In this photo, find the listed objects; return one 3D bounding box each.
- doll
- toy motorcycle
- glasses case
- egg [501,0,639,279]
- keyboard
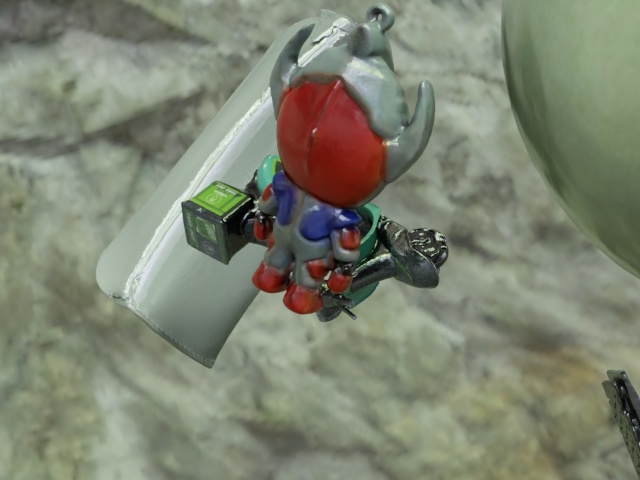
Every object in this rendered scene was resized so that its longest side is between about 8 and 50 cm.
[{"bbox_3d":[0.008,-0.049,1.037,0.062,0.104,0.195,1,-63,-36],"label":"doll"},{"bbox_3d":[0.000,0.000,1.158,0.100,0.173,0.058,-40,-38,-32],"label":"toy motorcycle"},{"bbox_3d":[-0.057,-0.042,1.433,0.308,0.083,0.128,-52,-52,-18],"label":"glasses case"},{"bbox_3d":[0.226,-0.109,0.958,0.258,0.352,0.258,1,-51,1],"label":"egg"},{"bbox_3d":[0.190,0.162,0.932,0.015,0.074,0.196,-20,-93,-4],"label":"keyboard"}]
